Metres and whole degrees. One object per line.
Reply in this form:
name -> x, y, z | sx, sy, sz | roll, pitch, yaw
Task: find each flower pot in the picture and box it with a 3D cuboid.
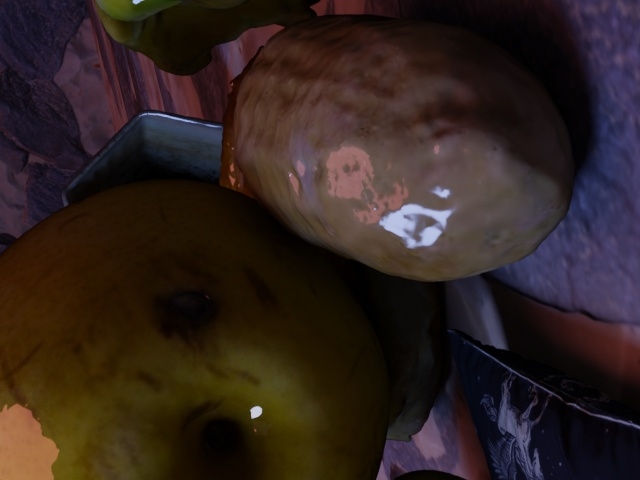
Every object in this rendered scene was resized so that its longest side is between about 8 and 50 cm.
flower pot -> -0.154, -0.001, 1.095 | 0.209, 0.239, 0.189 | 39, 162, 5

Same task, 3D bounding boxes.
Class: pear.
pear -> -0.093, 0.099, 0.591 | 0.280, 0.280, 0.281 | 163, 90, -76

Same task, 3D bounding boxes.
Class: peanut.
peanut -> 0.034, -0.046, 0.506 | 0.224, 0.129, 0.129 | -141, 37, -63

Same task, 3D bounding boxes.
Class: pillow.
pillow -> 0.127, 0.122, 0.493 | 0.141, 0.055, 0.208 | 67, 168, -12

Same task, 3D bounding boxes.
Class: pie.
pie -> 0.000, 0.000, 0.771 | 0.315, 0.092, 0.315 | 165, 90, -71

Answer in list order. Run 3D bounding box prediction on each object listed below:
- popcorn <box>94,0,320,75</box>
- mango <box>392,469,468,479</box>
popcorn -> -0.077, -0.223, 0.536 | 0.270, 0.224, 0.258 | 37, 168, 44
mango -> 0.097, 0.264, 0.618 | 0.262, 0.130, 0.167 | 66, 167, -11
